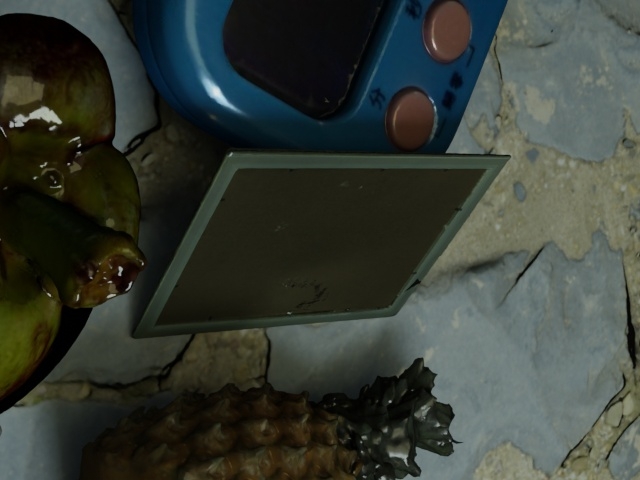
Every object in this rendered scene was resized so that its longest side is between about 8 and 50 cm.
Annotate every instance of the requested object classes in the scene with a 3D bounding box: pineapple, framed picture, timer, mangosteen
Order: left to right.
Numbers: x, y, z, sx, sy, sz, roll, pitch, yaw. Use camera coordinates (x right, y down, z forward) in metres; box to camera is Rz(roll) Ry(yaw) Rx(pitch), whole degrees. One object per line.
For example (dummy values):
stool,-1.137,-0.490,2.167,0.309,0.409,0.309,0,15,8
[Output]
mangosteen,-0.255,-0.029,0.826,0.297,0.313,0.297,29,35,-23
pineapple,-0.022,0.193,1.095,0.362,0.202,0.202,-17,105,-40
framed picture,0.000,0.000,1.109,0.273,0.016,0.216,-1,139,-35
timer,0.012,-0.220,1.106,0.309,0.115,0.340,28,80,-37

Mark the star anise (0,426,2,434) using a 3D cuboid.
star anise,-0.337,0.195,0.934,0.262,0.081,0.230,-43,118,-17
